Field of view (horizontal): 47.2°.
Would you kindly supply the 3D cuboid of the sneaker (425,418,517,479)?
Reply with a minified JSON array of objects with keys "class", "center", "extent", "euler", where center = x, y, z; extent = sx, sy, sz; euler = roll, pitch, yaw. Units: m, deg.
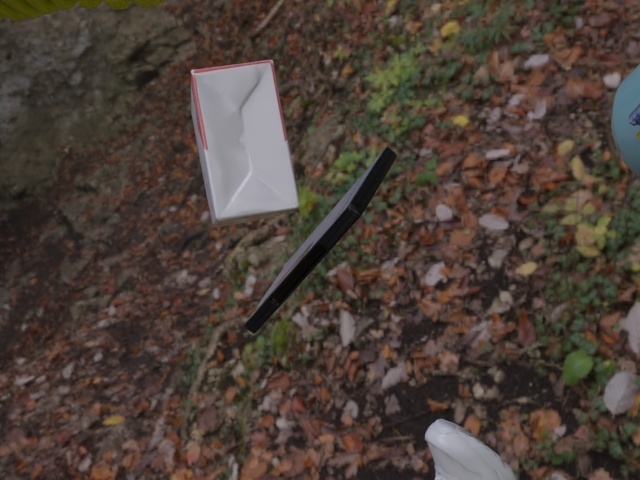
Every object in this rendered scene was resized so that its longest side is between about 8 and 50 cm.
[{"class":"sneaker","center":[0.164,0.302,0.819],"extent":[0.115,0.232,0.090],"euler":[-38,26,-16]}]

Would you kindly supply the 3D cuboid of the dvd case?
[{"class":"dvd case","center":[0.000,0.000,0.968],"extent":[0.022,0.253,0.180],"euler":[39,35,-4]}]

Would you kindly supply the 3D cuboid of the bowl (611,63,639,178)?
[{"class":"bowl","center":[0.639,-0.210,1.295],"extent":[0.311,0.311,0.163],"euler":[-34,8,-30]}]

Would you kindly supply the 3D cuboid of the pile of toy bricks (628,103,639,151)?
[{"class":"pile of toy bricks","center":[0.319,-0.093,0.587],"extent":[0.118,0.212,0.105],"euler":[11,70,0]}]

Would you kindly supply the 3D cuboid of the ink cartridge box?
[{"class":"ink cartridge box","center":[-0.071,-0.074,0.636],"extent":[0.067,0.115,0.198],"euler":[-10,2,-10]}]

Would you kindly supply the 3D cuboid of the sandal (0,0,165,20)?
[{"class":"sandal","center":[-0.311,-0.331,0.813],"extent":[0.317,0.138,0.126],"euler":[-1,-9,4]}]
